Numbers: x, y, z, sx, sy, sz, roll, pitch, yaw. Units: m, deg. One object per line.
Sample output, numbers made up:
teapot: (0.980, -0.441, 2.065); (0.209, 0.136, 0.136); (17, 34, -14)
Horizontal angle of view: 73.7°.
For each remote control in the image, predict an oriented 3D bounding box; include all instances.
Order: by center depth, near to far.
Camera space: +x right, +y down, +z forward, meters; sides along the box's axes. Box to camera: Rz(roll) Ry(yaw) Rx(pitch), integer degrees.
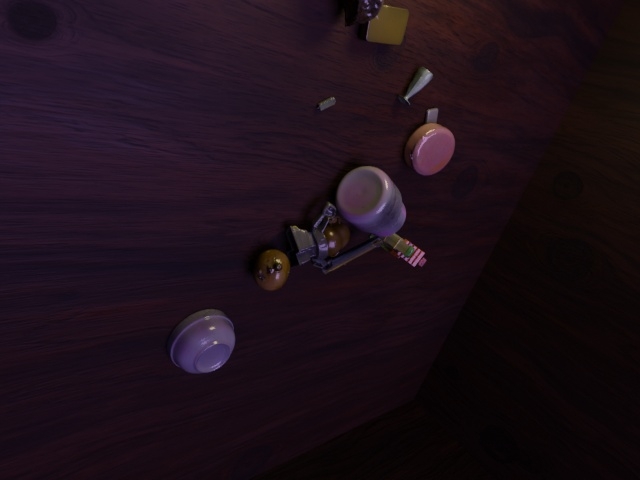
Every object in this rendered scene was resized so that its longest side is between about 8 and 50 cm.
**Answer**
remote control: (0.519, -0.508, 2.058); (0.067, 0.029, 0.261); (-19, 130, -22)

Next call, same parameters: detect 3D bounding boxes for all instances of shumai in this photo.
shumai: (0.163, -0.822, 1.354); (0.185, 0.184, 0.218); (-30, 123, -21)

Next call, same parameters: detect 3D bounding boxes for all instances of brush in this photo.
brush: (0.228, -0.783, 1.547); (0.197, 0.059, 0.123); (-14, 126, -37)

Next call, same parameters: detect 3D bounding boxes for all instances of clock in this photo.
clock: (0.409, 0.039, 2.198); (0.106, 0.255, 0.220); (-54, 140, 4)

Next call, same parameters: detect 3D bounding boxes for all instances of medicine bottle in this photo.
medicine bottle: (0.235, -0.158, 1.884); (0.256, 0.256, 0.325); (-54, 148, 4)

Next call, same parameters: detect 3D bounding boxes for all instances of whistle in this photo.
whistle: (0.149, 0.067, 2.031); (0.326, 0.057, 0.068); (-28, 165, 16)

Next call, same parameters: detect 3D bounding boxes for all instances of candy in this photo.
candy: (0.512, -0.430, 2.024); (0.255, 0.094, 0.255); (-14, 128, -18)

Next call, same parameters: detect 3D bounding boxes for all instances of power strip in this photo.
power strip: (0.021, -0.511, 1.595); (0.083, 0.017, 0.027); (-32, 136, -21)

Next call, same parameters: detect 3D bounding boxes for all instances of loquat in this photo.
loquat: (-0.199, 0.120, 1.758); (0.149, 0.204, 0.172); (26, 73, -11)

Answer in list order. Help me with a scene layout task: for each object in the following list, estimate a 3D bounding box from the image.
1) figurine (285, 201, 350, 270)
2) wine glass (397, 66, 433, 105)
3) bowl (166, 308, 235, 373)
figurine: (0.001, 0.002, 1.860); (0.285, 0.167, 0.342); (-18, 152, -22)
wine glass: (0.397, -0.651, 1.802); (0.155, 0.073, 0.073); (-49, 141, 4)
bowl: (-0.474, 0.442, 1.775); (0.287, 0.144, 0.287); (-25, 135, -28)
